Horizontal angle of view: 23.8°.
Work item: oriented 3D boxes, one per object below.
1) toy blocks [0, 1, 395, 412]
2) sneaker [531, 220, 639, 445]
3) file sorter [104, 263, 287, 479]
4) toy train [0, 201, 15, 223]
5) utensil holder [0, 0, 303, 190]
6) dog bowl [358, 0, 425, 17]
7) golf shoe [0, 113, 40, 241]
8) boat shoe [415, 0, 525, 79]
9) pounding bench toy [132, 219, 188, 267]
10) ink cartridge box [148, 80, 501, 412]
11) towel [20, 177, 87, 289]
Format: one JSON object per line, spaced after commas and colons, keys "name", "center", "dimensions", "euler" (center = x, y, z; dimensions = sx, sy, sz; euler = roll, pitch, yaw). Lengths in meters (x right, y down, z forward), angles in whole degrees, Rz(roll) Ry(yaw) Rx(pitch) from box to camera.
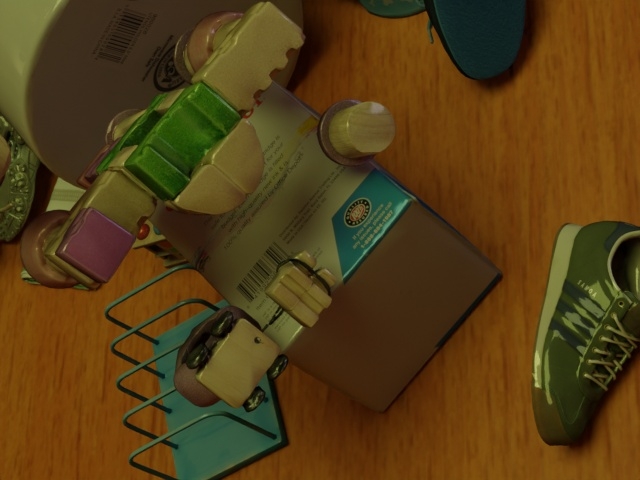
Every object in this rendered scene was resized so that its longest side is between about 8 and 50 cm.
{"name": "toy blocks", "center": [-0.132, -0.063, 1.242], "dimensions": [0.288, 0.309, 0.260], "euler": [-53, 15, -13]}
{"name": "sneaker", "center": [0.225, 0.069, 1.211], "dimensions": [0.086, 0.064, 0.192], "euler": [-8, 61, 38]}
{"name": "file sorter", "center": [-0.122, 0.124, 1.405], "dimensions": [0.118, 0.104, 0.170], "euler": [-29, 54, 20]}
{"name": "toy train", "center": [-0.411, 0.045, 1.635], "dimensions": [0.248, 0.105, 0.143], "euler": [-11, 73, 44]}
{"name": "utensil holder", "center": [-0.240, -0.274, 1.548], "dimensions": [0.327, 0.328, 0.385], "euler": [-47, 53, 7]}
{"name": "dog bowl", "center": [0.028, -0.329, 1.542], "dimensions": [0.297, 0.074, 0.166], "euler": [22, 82, 39]}
{"name": "golf shoe", "center": [-0.329, -0.086, 1.685], "dimensions": [0.069, 0.086, 0.176], "euler": [16, 104, 21]}
{"name": "boat shoe", "center": [0.127, -0.276, 1.395], "dimensions": [0.109, 0.089, 0.258], "euler": [-12, 96, -12]}
{"name": "pounding bench toy", "center": [-0.153, -0.026, 1.525], "dimensions": [0.052, 0.065, 0.083], "euler": [-15, 60, 29]}
{"name": "ink cartridge box", "center": [0.000, 0.000, 1.336], "dimensions": [0.171, 0.168, 0.233], "euler": [-50, 50, 5]}
{"name": "towel", "center": [-0.261, -0.024, 1.629], "dimensions": [0.113, 0.023, 0.152], "euler": [4, 71, 36]}
